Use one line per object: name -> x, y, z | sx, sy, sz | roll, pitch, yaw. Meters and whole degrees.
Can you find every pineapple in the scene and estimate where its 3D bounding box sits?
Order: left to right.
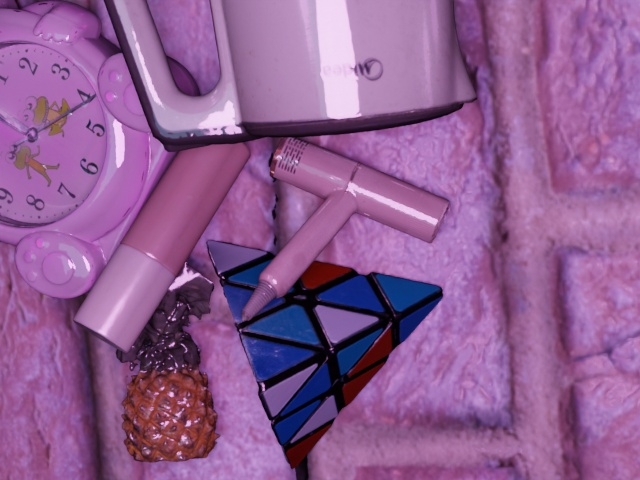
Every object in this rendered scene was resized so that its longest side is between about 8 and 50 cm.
pineapple -> -0.171, 0.125, 1.251 | 0.119, 0.111, 0.237 | -5, 90, -29

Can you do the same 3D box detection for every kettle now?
kettle -> -0.044, -0.288, 1.079 | 0.361, 0.250, 0.376 | -7, 99, -1

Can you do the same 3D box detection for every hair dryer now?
hair dryer -> 0.010, 0.007, 1.155 | 0.195, 0.053, 0.220 | 22, 58, 7

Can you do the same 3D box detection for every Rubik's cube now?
Rubik's cube -> 0.005, 0.155, 1.238 | 0.250, 0.284, 0.234 | -7, 120, -19

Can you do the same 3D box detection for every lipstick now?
lipstick -> -0.168, -0.006, 1.190 | 0.070, 0.070, 0.254 | 29, 76, 7

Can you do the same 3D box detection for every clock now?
clock -> -0.322, -0.124, 1.240 | 0.322, 0.113, 0.295 | 30, 103, 8
